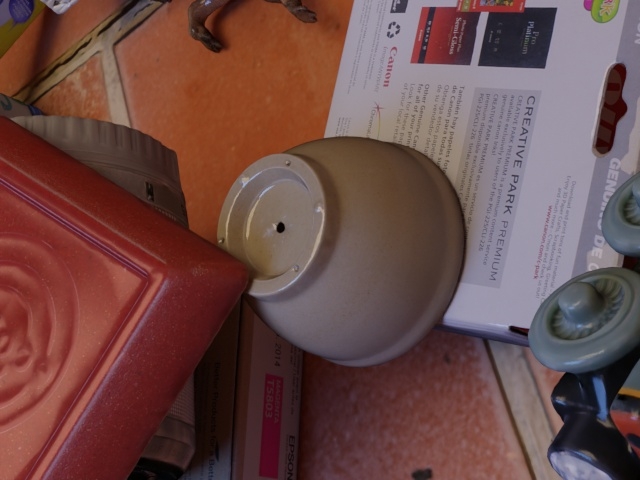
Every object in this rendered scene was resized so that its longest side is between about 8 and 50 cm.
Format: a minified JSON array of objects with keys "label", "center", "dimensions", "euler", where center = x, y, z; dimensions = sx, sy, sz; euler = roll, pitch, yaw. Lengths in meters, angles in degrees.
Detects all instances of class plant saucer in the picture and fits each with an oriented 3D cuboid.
[{"label":"plant saucer","center":[-0.215,0.066,0.921],"dimensions":[0.258,0.048,0.259],"euler":[30,88,28]}]

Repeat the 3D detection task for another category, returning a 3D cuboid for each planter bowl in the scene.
[{"label":"planter bowl","center":[0.000,0.000,0.928],"dimensions":[0.162,0.109,0.162],"euler":[-11,72,39]}]

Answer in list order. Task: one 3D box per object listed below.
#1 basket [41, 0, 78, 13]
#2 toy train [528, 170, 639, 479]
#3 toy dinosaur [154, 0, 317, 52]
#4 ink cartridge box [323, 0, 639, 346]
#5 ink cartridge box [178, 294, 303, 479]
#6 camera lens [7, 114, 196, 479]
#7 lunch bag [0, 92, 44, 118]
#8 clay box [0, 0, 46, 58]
[{"label":"basket","center":[-0.247,-0.319,1.372],"dimensions":[0.113,0.103,0.167],"euler":[-32,26,32]},{"label":"toy train","center":[0.262,0.017,0.783],"dimensions":[0.190,0.142,0.334],"euler":[6,50,51]},{"label":"toy dinosaur","center":[-0.072,-0.296,1.254],"dimensions":[0.296,0.127,0.200],"euler":[-9,60,56]},{"label":"ink cartridge box","center":[0.145,-0.082,0.985],"dimensions":[0.272,0.130,0.309],"euler":[9,84,42]},{"label":"ink cartridge box","center":[-0.113,0.136,1.174],"dimensions":[0.193,0.088,0.234],"euler":[-8,72,38]},{"label":"camera lens","center":[-0.209,0.066,1.069],"dimensions":[0.219,0.219,0.274],"euler":[-18,67,36]},{"label":"lunch bag","center":[-0.379,-0.047,1.457],"dimensions":[0.176,0.090,0.218],"euler":[-7,72,40]},{"label":"clay box","center":[-0.365,-0.253,1.424],"dimensions":[0.053,0.127,0.222],"euler":[10,57,41]}]
